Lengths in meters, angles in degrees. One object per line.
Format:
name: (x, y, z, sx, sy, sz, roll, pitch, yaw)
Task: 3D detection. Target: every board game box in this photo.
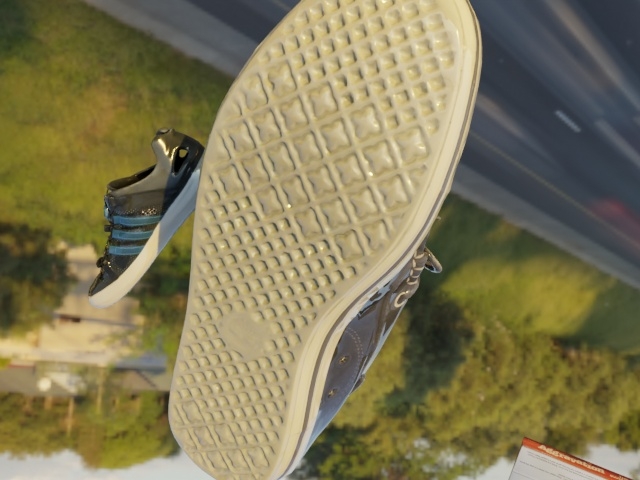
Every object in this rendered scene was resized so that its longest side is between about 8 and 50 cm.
board game box: (0.357, 0.356, 1.116, 0.281, 0.145, 0.027, 20, -163, 14)

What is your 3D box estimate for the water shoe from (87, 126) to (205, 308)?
water shoe: (-0.183, -0.024, 0.912, 0.080, 0.203, 0.073, 37, -165, -13)

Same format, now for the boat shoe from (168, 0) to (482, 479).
boat shoe: (0.000, 0.000, 0.764, 0.187, 0.500, 0.156, 32, -143, 17)
